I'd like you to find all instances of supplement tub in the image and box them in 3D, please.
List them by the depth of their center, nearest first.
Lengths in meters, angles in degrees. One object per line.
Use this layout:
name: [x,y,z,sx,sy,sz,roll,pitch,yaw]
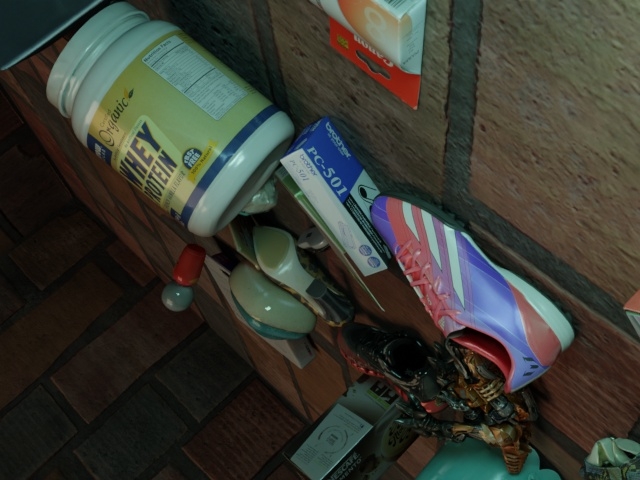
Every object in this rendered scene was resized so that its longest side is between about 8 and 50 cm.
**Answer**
supplement tub: [-0.222,-0.181,1.231,0.316,0.228,0.228,39,163,1]

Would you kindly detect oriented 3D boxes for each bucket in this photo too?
bucket: [0.312,0.477,1.523,0.281,0.183,0.281,43,164,15]

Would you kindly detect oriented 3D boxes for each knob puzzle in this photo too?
knob puzzle: [-0.163,-0.018,1.716,0.213,0.030,0.213,60,-170,-17]

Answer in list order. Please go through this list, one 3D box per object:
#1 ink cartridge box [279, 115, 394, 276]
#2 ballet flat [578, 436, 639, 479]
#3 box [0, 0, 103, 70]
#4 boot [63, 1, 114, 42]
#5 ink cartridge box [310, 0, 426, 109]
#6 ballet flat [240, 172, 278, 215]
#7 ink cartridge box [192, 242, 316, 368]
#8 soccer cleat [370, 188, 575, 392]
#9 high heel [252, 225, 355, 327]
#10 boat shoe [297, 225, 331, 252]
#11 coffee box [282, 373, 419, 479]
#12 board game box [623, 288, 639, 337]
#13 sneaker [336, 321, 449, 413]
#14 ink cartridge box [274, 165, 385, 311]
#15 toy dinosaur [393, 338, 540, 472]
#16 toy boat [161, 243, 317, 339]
ink cartridge box: [0.035,-0.061,1.142,0.046,0.097,0.207,-23,113,36]
ballet flat: [0.408,0.299,1.124,0.070,0.070,0.188,48,162,-1]
box: [-0.445,-0.460,1.102,0.395,0.212,0.293,54,-176,-19]
boot: [-0.438,-0.422,1.522,0.207,0.090,0.248,41,158,30]
ink cartridge box: [0.042,-0.221,0.870,0.145,0.045,0.179,42,160,22]
ballet flat: [-0.221,-0.212,1.409,0.409,0.147,0.147,43,163,15]
ink cartridge box: [-0.177,0.159,2.229,0.324,0.071,0.330,32,154,44]
soccer cleat: [0.166,0.056,1.052,0.318,0.116,0.108,41,162,21]
high heel: [-0.037,0.077,1.684,0.261,0.093,0.186,43,177,36]
boat shoe: [0.000,0.000,1.477,0.040,0.049,0.142,32,169,-16]
coffee box: [0.085,0.418,1.754,0.119,0.297,0.168,32,157,42]
board game box: [0.441,0.175,0.730,0.316,0.064,0.242,55,162,-22]
sneaker: [0.127,0.209,1.532,0.276,0.097,0.135,30,156,41]
ink cartridge box: [0.028,-0.015,1.275,0.235,0.056,0.171,51,179,-21]
toy dinosaur: [0.250,0.268,1.297,0.218,0.164,0.321,6,117,43]
toy boat: [-0.168,0.114,1.745,0.318,0.148,0.267,18,-161,-19]
